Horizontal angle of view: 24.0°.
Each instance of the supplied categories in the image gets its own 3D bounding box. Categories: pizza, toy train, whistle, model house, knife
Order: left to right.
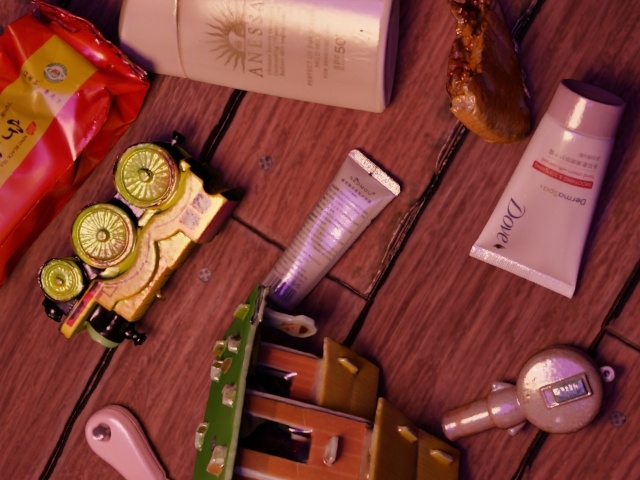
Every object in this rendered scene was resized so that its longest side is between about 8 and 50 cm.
[{"bbox_3d":[-0.232,0.008,1.893,0.160,0.100,0.296,39,104,6],"label":"toy train"},{"bbox_3d":[-0.200,0.363,1.957,0.081,0.043,0.336,-35,89,21],"label":"knife"},{"bbox_3d":[0.000,0.282,1.857,0.323,0.340,0.300,16,59,-11],"label":"model house"},{"bbox_3d":[0.182,-0.211,1.763,0.069,0.154,0.194,-17,70,34],"label":"pizza"},{"bbox_3d":[0.249,0.193,1.810,0.220,0.057,0.107,-20,92,18],"label":"whistle"}]

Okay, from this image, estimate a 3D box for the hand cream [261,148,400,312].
[{"bbox_3d":[0.000,0.000,1.863,0.080,0.050,0.234,40,100,8],"label":"hand cream"}]

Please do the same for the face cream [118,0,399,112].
[{"bbox_3d":[-0.080,-0.261,1.820,0.348,0.081,0.174,12,123,13],"label":"face cream"}]

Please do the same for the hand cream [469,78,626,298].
[{"bbox_3d":[0.273,-0.064,1.770,0.133,0.083,0.248,22,111,14],"label":"hand cream"}]

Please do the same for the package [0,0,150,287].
[{"bbox_3d":[-0.399,-0.109,1.912,0.196,0.123,0.423,41,104,5],"label":"package"}]
